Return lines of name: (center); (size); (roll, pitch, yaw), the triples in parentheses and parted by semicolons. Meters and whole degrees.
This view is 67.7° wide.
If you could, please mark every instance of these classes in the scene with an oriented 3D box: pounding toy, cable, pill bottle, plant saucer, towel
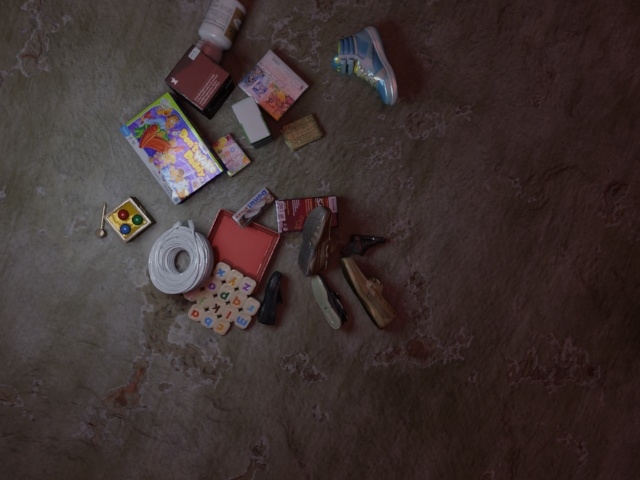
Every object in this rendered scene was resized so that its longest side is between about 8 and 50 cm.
pounding toy: (-0.773, -0.076, 1.811); (0.206, 0.094, 0.181); (-39, 96, -2)
cable: (-0.531, 0.076, 1.811); (0.257, 0.089, 0.257); (-30, 75, 11)
pill bottle: (-0.379, -0.783, 1.777); (0.131, 0.131, 0.229); (25, 92, -6)
plant saucer: (-0.325, 0.039, 1.883); (0.259, 0.048, 0.259); (24, 92, -6)
towel: (-0.074, -0.427, 1.882); (0.148, 0.027, 0.110); (-28, 95, -2)

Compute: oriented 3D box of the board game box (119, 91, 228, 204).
board game box: (-0.549, -0.343, 1.802); (0.233, 0.078, 0.347); (-35, 96, 8)

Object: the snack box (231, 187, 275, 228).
snack box: (-0.260, -0.126, 1.860); (0.064, 0.022, 0.178); (44, 70, -1)

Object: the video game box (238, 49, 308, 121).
video game box: (-0.181, -0.596, 1.850); (0.205, 0.048, 0.187); (42, 88, -6)

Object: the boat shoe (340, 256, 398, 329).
boat shoe: (0.194, 0.195, 1.912); (0.110, 0.122, 0.341); (-33, 106, -7)

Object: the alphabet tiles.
alphabet tiles: (-0.387, 0.229, 1.877); (0.284, 0.021, 0.278); (30, 105, -8)

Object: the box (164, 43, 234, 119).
box: (-0.436, -0.573, 1.751); (0.167, 0.203, 0.168); (38, 91, -7)

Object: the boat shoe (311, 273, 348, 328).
boat shoe: (0.037, 0.237, 1.926); (0.079, 0.084, 0.233); (-26, 89, -39)

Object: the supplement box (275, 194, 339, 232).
supplement box: (-0.054, -0.105, 1.884); (0.240, 0.073, 0.130); (-6, 94, -6)

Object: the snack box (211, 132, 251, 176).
snack box: (-0.353, -0.332, 1.858); (0.100, 0.037, 0.141); (-37, 96, 0)

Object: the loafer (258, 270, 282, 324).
loafer: (-0.187, 0.230, 1.898); (0.078, 0.076, 0.223); (15, 97, -11)

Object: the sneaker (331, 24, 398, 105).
sneaker: (0.162, -0.647, 1.842); (0.208, 0.127, 0.318); (-20, 86, -5)

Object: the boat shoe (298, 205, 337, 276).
boat shoe: (0.000, 0.000, 1.833); (0.117, 0.123, 0.324); (-7, 136, -25)

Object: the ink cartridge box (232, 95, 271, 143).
ink cartridge box: (-0.247, -0.433, 1.776); (0.087, 0.208, 0.153); (-26, 95, 0)

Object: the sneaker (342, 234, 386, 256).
sneaker: (0.175, 0.025, 1.927); (0.170, 0.051, 0.089); (5, 94, -1)
